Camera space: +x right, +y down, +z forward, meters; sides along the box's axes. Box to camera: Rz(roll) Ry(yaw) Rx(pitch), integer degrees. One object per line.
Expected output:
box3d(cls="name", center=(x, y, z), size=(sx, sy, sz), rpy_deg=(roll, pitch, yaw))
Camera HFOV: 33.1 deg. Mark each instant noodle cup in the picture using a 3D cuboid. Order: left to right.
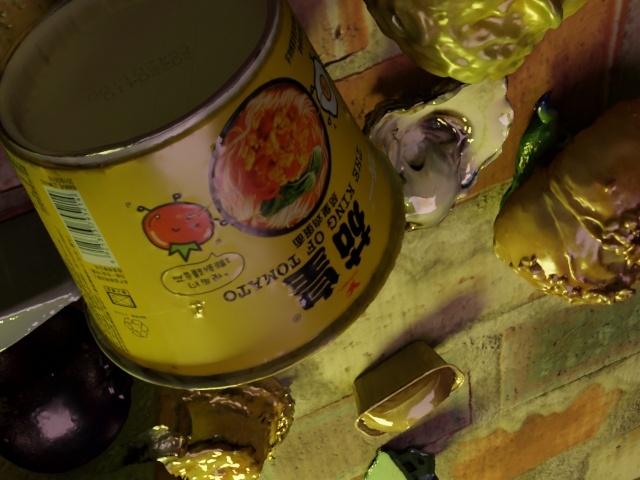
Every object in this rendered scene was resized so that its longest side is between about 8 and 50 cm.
box3d(cls="instant noodle cup", center=(-0.111, -0.073, 0.924), size=(0.325, 0.325, 0.254), rpy_deg=(-28, 135, -1))

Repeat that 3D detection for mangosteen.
box3d(cls="mangosteen", center=(-0.321, 0.162, 1.182), size=(0.230, 0.194, 0.194), rpy_deg=(-10, 150, 20))

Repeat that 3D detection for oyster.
box3d(cls="oyster", center=(0.121, -0.104, 1.218), size=(0.223, 0.083, 0.214), rpy_deg=(-35, 148, -1))

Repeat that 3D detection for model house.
box3d(cls="model house", center=(0.174, 0.430, 1.887), size=(0.149, 0.148, 0.119), rpy_deg=(-13, 139, -42))

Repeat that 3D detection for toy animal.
box3d(cls="toy animal", center=(0.277, -0.109, 1.356), size=(0.075, 0.041, 0.217), rpy_deg=(-19, 148, -17))

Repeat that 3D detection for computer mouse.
box3d(cls="computer mouse", center=(-0.337, 0.057, 1.073), size=(0.231, 0.128, 0.079), rpy_deg=(-22, 144, -3))

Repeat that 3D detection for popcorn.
box3d(cls="popcorn", center=(0.120, -0.268, 0.930), size=(0.237, 0.251, 0.206), rpy_deg=(-45, -174, -38))

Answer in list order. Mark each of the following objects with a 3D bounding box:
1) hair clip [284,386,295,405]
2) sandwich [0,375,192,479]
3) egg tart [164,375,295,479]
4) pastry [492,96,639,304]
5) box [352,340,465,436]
box3d(cls="hair clip", center=(-0.093, 0.239, 1.550), size=(0.115, 0.030, 0.039), rpy_deg=(-12, 161, -19))
box3d(cls="sandwich", center=(-0.264, 0.289, 1.236), size=(0.249, 0.273, 0.095), rpy_deg=(-18, 130, 8))
box3d(cls="egg tart", center=(-0.171, 0.281, 1.433), size=(0.294, 0.123, 0.294), rpy_deg=(-9, 135, -9))
box3d(cls="pastry", center=(0.378, -0.037, 1.342), size=(0.316, 0.184, 0.284), rpy_deg=(-43, 160, 26))
box3d(cls="box", center=(0.128, 0.230, 1.621), size=(0.177, 0.111, 0.111), rpy_deg=(-35, 144, 9))
